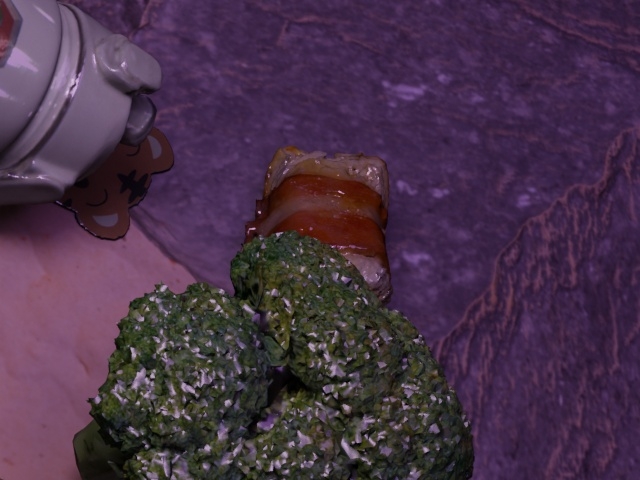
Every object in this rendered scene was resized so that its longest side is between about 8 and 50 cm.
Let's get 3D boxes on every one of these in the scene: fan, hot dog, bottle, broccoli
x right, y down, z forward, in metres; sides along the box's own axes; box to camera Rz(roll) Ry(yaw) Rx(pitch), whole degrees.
[{"bbox_3d":[-0.246,-0.106,1.675,0.226,0.008,0.152,37,48,-11],"label":"fan"},{"bbox_3d":[0.000,0.000,1.724,0.146,0.103,0.213,12,43,-3],"label":"hot dog"},{"bbox_3d":[-0.308,-0.153,1.516,0.351,0.229,0.229,27,48,-39],"label":"bottle"},{"bbox_3d":[-0.028,0.183,1.458,0.321,0.310,0.413,50,12,14],"label":"broccoli"}]

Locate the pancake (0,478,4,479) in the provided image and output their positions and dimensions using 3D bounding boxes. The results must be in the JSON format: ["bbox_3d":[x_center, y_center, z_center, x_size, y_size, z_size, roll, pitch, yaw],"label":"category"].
[{"bbox_3d":[-0.178,0.296,1.302,0.049,0.282,0.282,-31,81,-26],"label":"pancake"}]
